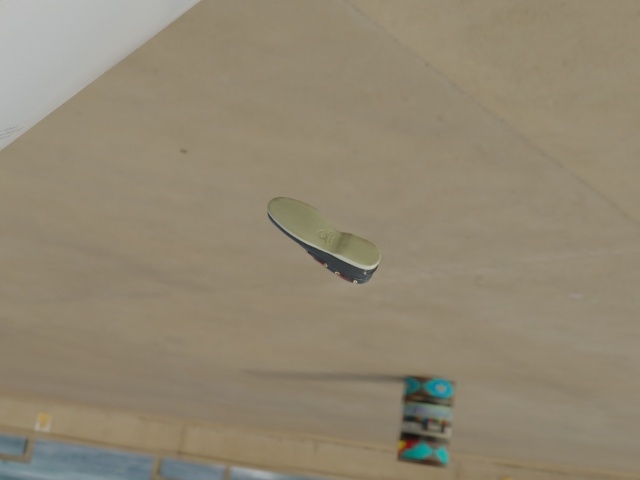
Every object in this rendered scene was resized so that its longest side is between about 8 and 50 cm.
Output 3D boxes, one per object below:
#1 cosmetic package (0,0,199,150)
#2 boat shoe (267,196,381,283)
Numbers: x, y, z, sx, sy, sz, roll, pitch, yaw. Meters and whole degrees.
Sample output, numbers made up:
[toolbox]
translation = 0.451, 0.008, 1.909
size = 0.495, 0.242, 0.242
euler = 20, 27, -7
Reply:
[cosmetic package]
translation = -0.195, -0.148, 0.501
size = 0.365, 0.197, 0.155
euler = -29, 180, 36
[boat shoe]
translation = -0.001, 0.001, 1.114
size = 0.133, 0.049, 0.042
euler = 30, 140, 7
